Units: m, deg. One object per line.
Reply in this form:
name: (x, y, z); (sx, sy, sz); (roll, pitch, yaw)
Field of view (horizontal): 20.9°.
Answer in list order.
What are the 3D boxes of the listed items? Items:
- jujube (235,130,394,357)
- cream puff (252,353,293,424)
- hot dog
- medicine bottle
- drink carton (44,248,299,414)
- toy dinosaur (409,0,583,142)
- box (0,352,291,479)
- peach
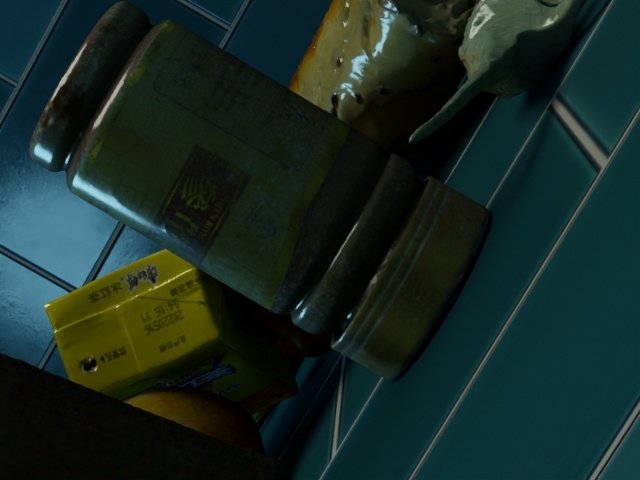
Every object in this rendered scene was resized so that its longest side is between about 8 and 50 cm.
jujube: (0.000, 0.000, 1.688); (0.230, 0.155, 0.155); (-63, 4, -22)
cream puff: (-0.113, 0.140, 2.152); (0.282, 0.185, 0.282); (-16, 67, 43)
hot dog: (0.091, -0.209, 1.861); (0.365, 0.196, 0.367); (-53, 2, 46)
medicine bottle: (-0.047, -0.040, 1.302); (0.151, 0.322, 0.151); (-59, 3, 5)
drink carton: (-0.137, 0.110, 1.744); (0.154, 0.111, 0.351); (-24, -17, 5)
toy dinosaur: (0.160, -0.175, 1.377); (0.205, 0.092, 0.393); (-57, 6, 46)
box: (-0.179, 0.230, 1.317); (0.184, 0.273, 0.143); (-59, 14, 33)
peach: (-0.133, 0.223, 1.595); (0.197, 0.197, 0.197); (-60, 4, 6)
